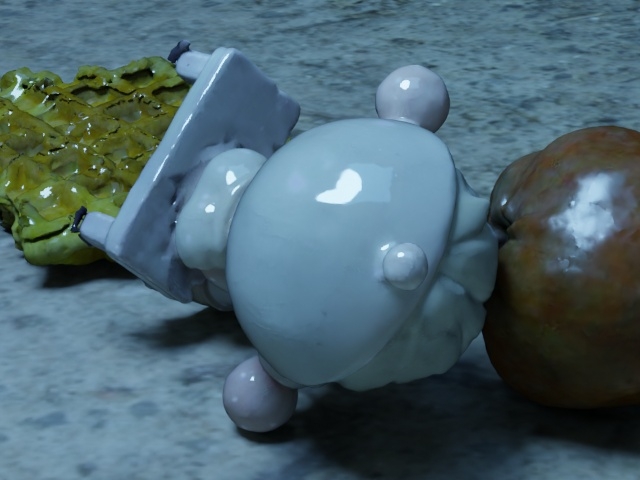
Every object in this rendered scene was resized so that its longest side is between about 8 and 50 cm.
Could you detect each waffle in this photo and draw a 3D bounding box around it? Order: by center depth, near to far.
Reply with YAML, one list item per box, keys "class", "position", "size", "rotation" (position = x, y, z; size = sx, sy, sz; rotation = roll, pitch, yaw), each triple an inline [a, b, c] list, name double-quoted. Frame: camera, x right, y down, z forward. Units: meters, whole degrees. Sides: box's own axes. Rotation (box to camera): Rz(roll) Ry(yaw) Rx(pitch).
- class: "waffle"
  position: [-0.147, -0.054, 1.037]
  size: [0.291, 0.051, 0.291]
  rotation: [-2, 29, 1]

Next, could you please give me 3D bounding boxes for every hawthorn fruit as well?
- class: "hawthorn fruit"
  position: [0.162, 0.010, 0.802]
  size: [0.189, 0.149, 0.149]
  rotation: [-10, 28, -18]

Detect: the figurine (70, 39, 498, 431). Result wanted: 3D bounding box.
- class: "figurine"
  position: [-0.003, -0.010, 0.788]
  size: [0.182, 0.144, 0.256]
  rotation: [-43, 31, -22]
